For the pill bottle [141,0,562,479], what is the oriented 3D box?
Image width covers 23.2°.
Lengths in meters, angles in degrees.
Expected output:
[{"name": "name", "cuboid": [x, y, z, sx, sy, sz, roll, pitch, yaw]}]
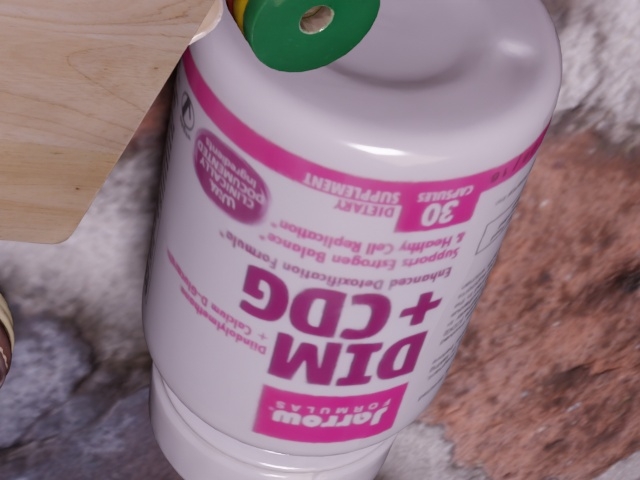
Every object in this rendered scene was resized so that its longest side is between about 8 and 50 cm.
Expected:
[{"name": "pill bottle", "cuboid": [0.000, 0.000, 0.739, 0.160, 0.160, 0.283, -12, 142, -23]}]

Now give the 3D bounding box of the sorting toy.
[{"name": "sorting toy", "cuboid": [-0.120, -0.064, 0.460, 0.274, 0.046, 0.132, 5, 133, -39]}]

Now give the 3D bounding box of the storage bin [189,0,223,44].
[{"name": "storage bin", "cuboid": [-0.190, -0.126, 0.480, 0.260, 0.123, 0.262, -29, 145, 2]}]

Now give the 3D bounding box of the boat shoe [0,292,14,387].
[{"name": "boat shoe", "cuboid": [-0.297, 0.120, 0.720, 0.342, 0.123, 0.123, -19, 144, -14]}]
